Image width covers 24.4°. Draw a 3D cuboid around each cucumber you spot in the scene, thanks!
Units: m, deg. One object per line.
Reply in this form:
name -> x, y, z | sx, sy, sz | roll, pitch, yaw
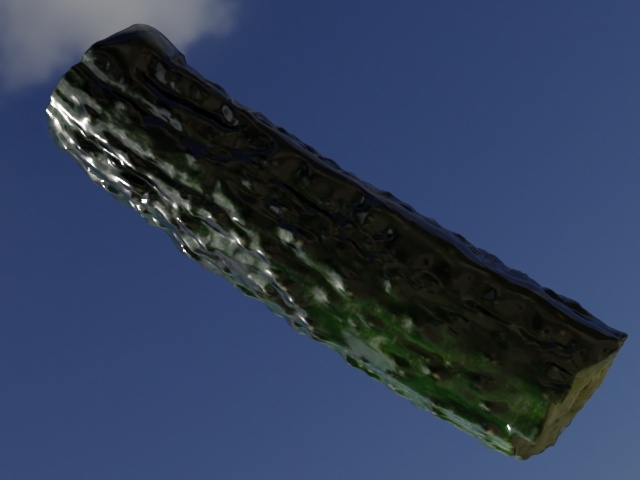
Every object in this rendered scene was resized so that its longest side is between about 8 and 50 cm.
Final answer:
cucumber -> 0.000, 0.000, 0.450 | 0.058, 0.187, 0.058 | -53, -14, -19
